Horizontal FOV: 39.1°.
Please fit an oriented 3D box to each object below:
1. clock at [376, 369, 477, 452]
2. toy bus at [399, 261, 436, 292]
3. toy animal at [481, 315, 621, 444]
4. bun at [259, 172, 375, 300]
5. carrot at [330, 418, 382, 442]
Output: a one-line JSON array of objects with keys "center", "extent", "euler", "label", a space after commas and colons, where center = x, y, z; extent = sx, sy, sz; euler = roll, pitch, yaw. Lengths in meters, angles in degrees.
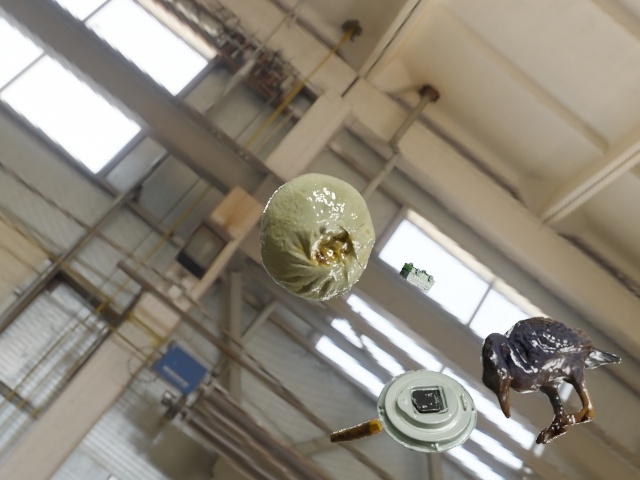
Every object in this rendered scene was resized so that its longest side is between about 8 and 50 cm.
[{"center": [0.251, 0.385, 2.104], "extent": [0.236, 0.236, 0.053], "euler": [24, -41, 19], "label": "clock"}, {"center": [0.187, 0.070, 1.740], "extent": [0.083, 0.037, 0.031], "euler": [28, 9, -43], "label": "toy bus"}, {"center": [0.351, 0.200, 1.384], "extent": [0.122, 0.298, 0.185], "euler": [-41, -106, 46], "label": "toy animal"}, {"center": [0.000, 0.000, 1.510], "extent": [0.222, 0.222, 0.127], "euler": [48, -2, -17], "label": "bun"}, {"center": [0.094, 0.515, 2.421], "extent": [0.171, 0.042, 0.042], "euler": [-23, -64, 35], "label": "carrot"}]
